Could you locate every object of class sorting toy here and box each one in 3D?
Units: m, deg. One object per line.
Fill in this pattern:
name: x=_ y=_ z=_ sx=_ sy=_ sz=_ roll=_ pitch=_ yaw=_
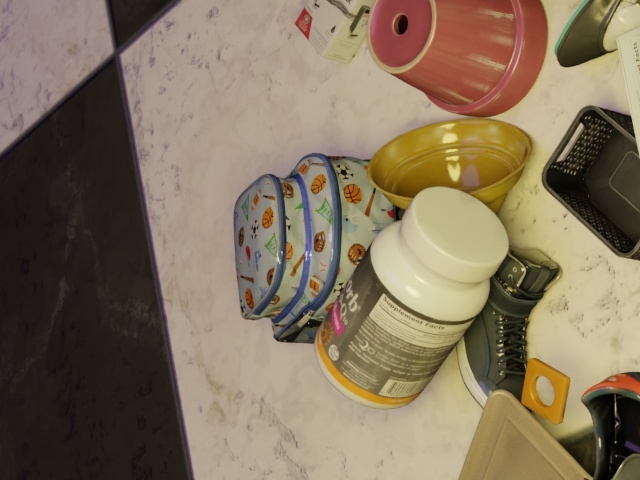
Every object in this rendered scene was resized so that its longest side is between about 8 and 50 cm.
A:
sorting toy: x=0.262 y=0.303 z=1.788 sx=0.196 sy=0.047 sz=0.347 roll=44 pitch=131 yaw=39

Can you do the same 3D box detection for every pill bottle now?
pill bottle: x=0.114 y=0.073 z=1.830 sx=0.278 sy=0.162 sz=0.162 roll=-60 pitch=45 yaw=39

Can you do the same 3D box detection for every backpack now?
backpack: x=0.000 y=0.000 z=2.026 sx=0.263 sy=0.213 sz=0.276 roll=-37 pitch=58 yaw=52

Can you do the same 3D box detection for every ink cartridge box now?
ink cartridge box: x=0.033 y=-0.350 z=2.185 sx=0.135 sy=0.056 sz=0.099 roll=-58 pitch=46 yaw=25

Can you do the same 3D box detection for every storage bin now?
storage bin: x=0.368 y=-0.067 z=1.749 sx=0.180 sy=0.084 sz=0.122 roll=50 pitch=120 yaw=41

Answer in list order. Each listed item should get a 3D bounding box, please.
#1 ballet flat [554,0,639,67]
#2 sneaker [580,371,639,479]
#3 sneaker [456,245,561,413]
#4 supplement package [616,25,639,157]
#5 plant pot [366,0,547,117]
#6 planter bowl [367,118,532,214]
ballet flat: x=0.391 y=-0.308 z=1.762 sx=0.096 sy=0.095 sz=0.280 roll=46 pitch=117 yaw=28
sneaker: x=0.376 y=0.312 z=1.626 sx=0.131 sy=0.148 sz=0.350 roll=-37 pitch=58 yaw=38
sneaker: x=0.247 y=0.111 z=1.848 sx=0.163 sy=0.086 sz=0.226 roll=-45 pitch=52 yaw=37
supplement package: x=0.491 y=-0.161 z=1.541 sx=0.263 sy=0.199 sz=0.198 roll=-25 pitch=65 yaw=43
plant pot: x=0.168 y=-0.270 z=1.927 sx=0.201 sy=0.180 sz=0.201 roll=-6 pitch=82 yaw=47
planter bowl: x=0.176 y=-0.072 z=1.922 sx=0.217 sy=0.217 sz=0.090 roll=25 pitch=138 yaw=47
